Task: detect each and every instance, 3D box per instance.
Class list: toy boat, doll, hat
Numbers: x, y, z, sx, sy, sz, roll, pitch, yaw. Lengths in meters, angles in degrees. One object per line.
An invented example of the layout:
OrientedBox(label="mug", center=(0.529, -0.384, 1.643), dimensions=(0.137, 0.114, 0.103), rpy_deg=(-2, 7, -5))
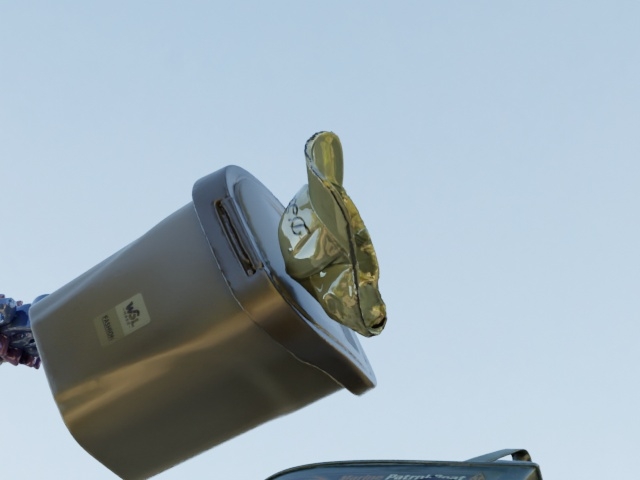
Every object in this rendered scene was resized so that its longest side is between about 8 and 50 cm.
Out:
OrientedBox(label="toy boat", center=(0.048, 0.186, 0.906), dimensions=(0.246, 0.093, 0.103), rpy_deg=(-6, 20, 34))
OrientedBox(label="doll", center=(-0.305, 0.092, 1.422), dimensions=(0.206, 0.067, 0.110), rpy_deg=(-15, -44, 34))
OrientedBox(label="hat", center=(0.004, -0.004, 1.152), dimensions=(0.081, 0.122, 0.166), rpy_deg=(-10, -45, 1))

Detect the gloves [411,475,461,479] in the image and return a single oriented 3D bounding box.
OrientedBox(label="gloves", center=(0.087, 0.292, 0.824), dimensions=(0.154, 0.141, 0.331), rpy_deg=(-22, -56, -16))

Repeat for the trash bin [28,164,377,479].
OrientedBox(label="trash bin", center=(-0.115, 0.088, 1.291), dimensions=(0.250, 0.220, 0.219), rpy_deg=(-29, -37, 4))
